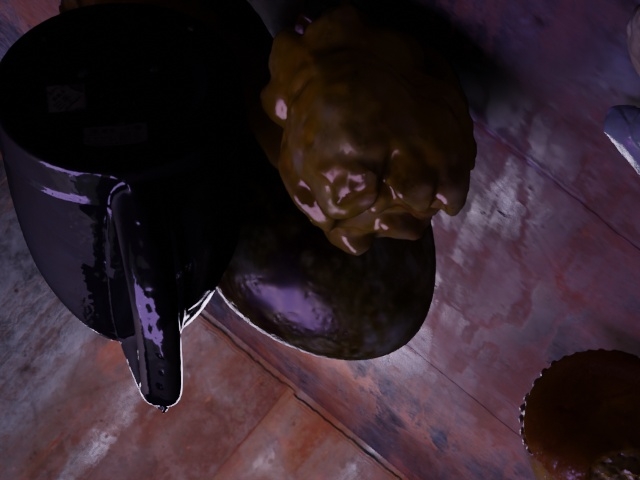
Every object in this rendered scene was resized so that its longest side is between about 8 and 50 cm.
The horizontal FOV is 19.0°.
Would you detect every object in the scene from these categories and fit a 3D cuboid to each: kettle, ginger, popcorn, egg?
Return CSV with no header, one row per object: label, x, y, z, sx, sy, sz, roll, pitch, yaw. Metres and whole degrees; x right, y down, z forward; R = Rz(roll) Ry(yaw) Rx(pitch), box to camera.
kettle,-0.171,-0.004,1.803,0.324,0.228,0.321,90,166,-49
ginger,-0.168,-0.217,1.961,0.172,0.165,0.321,3,-149,-45
popcorn,0.047,-0.101,1.680,0.191,0.190,0.254,-51,48,42
egg,0.000,0.000,1.987,0.289,0.238,0.238,58,175,23

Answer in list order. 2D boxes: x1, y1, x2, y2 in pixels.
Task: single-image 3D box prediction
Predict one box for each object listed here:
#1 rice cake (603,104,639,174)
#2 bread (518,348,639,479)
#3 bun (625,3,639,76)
rice cake,0.324,-0.018,1.449,0.198,0.037,0.189,48,166,-30
bread,0.324,0.217,1.947,0.250,0.179,0.133,34,162,29
bun,0.272,-0.082,1.079,0.220,0.134,0.220,20,169,4
